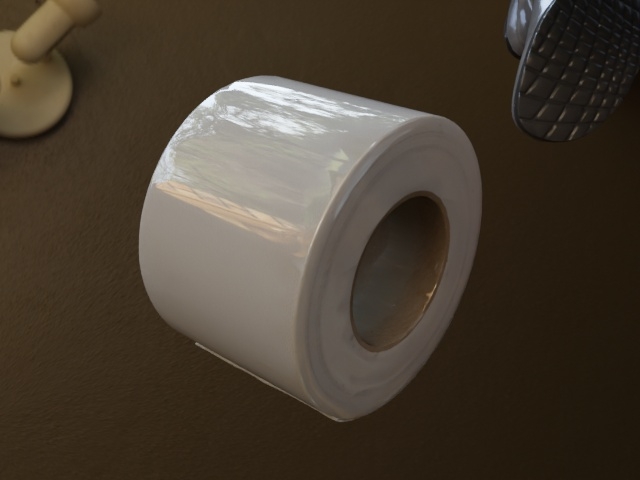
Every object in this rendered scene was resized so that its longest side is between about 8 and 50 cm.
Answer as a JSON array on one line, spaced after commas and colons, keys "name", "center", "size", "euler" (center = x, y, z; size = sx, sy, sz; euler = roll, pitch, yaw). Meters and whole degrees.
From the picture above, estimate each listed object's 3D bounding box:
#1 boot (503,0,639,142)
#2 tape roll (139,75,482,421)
[{"name": "boot", "center": [0.276, -0.246, 0.918], "size": [0.118, 0.222, 0.338], "euler": [25, -100, -8]}, {"name": "tape roll", "center": [0.000, 0.000, 0.651], "size": [0.246, 0.169, 0.246], "euler": [-28, -52, -43]}]
